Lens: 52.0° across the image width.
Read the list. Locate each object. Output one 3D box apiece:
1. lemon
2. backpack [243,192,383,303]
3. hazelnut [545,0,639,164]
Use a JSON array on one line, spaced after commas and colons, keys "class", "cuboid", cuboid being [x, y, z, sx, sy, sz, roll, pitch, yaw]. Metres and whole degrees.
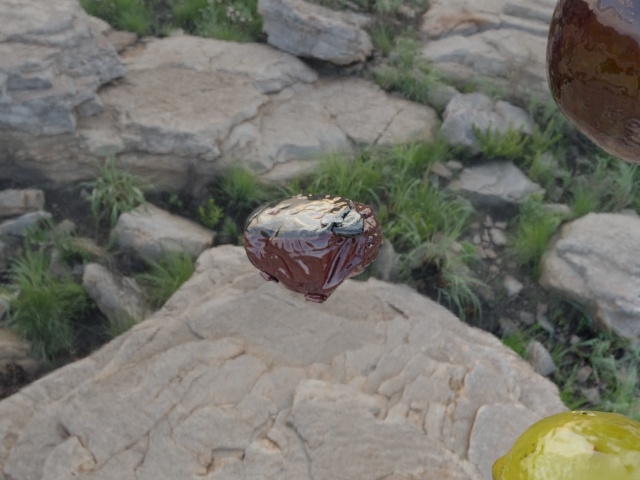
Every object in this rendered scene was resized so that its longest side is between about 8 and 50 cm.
[{"class": "lemon", "cuboid": [0.372, 0.351, 0.857, 0.261, 0.260, 0.284, -28, 29, -28]}, {"class": "backpack", "cuboid": [0.000, -0.002, 1.069, 0.230, 0.138, 0.229, -6, 21, 2]}, {"class": "hazelnut", "cuboid": [0.593, -0.317, 1.058, 0.429, 0.402, 0.402, 30, 51, 21]}]
